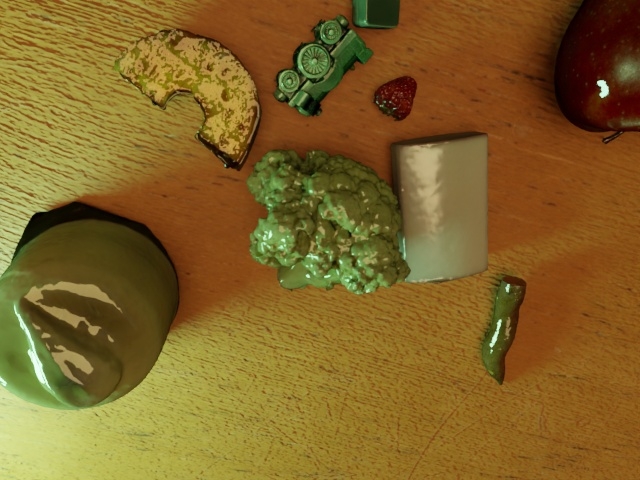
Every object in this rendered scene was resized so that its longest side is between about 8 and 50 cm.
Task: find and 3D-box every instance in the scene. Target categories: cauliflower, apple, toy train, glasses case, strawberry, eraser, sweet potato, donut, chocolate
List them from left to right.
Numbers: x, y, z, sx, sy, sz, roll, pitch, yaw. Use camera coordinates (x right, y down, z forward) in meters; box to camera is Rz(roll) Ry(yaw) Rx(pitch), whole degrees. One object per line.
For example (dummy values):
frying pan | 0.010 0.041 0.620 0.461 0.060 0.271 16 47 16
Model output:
chocolate | -0.431 0.127 0.810 0.326 0.297 0.314 23 101 -9
donut | -0.192 -0.258 0.787 0.259 0.101 0.152 42 102 -14
cauliflower | -0.001 -0.012 0.796 0.327 0.260 0.281 38 103 22
toy train | -0.001 -0.299 0.801 0.104 0.071 0.178 37 102 -25
glasses case | 0.093 -0.448 0.751 0.078 0.039 0.184 -13 112 -32
strawberry | 0.138 -0.260 0.822 0.073 0.073 0.083 33 91 -13
eraser | 0.229 -0.061 0.877 0.174 0.095 0.270 -9 110 -6
sweet potato | 0.389 0.206 0.995 0.059 0.067 0.281 18 117 30
apple | 0.535 -0.305 0.720 0.288 0.288 0.317 10 100 -6
